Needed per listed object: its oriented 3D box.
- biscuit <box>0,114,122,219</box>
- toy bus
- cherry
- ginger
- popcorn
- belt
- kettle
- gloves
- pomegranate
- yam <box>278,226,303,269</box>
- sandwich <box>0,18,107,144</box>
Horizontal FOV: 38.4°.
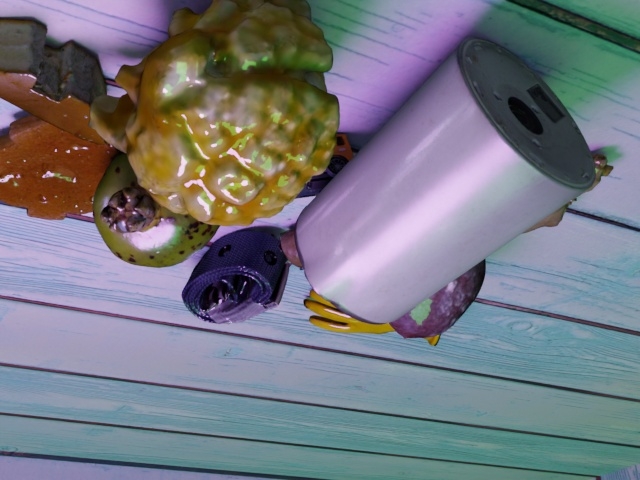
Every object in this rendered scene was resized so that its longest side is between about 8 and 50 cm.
[{"bbox_3d":[-0.400,-0.121,1.428,0.278,0.043,0.301,10,148,-24],"label":"biscuit"},{"bbox_3d":[-0.047,-0.108,1.415,0.194,0.088,0.083,-8,152,-14],"label":"toy bus"},{"bbox_3d":[0.194,0.050,1.652,0.213,0.266,0.183,12,-175,-23],"label":"cherry"},{"bbox_3d":[0.384,-0.082,1.547,0.137,0.074,0.213,-1,158,-24],"label":"ginger"},{"bbox_3d":[-0.115,-0.154,1.159,0.274,0.279,0.335,-7,146,-36],"label":"popcorn"},{"bbox_3d":[-0.156,0.065,1.727,0.139,0.126,0.230,40,136,-21],"label":"belt"},{"bbox_3d":[0.180,-0.083,1.330,0.376,0.250,0.361,-42,177,33],"label":"kettle"},{"bbox_3d":[0.110,0.146,1.956,0.294,0.116,0.133,8,124,-2],"label":"gloves"},{"bbox_3d":[-0.245,-0.052,1.354,0.202,0.202,0.248,-7,-174,8],"label":"pomegranate"},{"bbox_3d":[-0.002,-0.003,1.660,0.127,0.084,0.084,-24,146,27],"label":"yam"},{"bbox_3d":[-0.359,-0.216,1.201,0.088,0.090,0.244,-20,146,41],"label":"sandwich"}]
